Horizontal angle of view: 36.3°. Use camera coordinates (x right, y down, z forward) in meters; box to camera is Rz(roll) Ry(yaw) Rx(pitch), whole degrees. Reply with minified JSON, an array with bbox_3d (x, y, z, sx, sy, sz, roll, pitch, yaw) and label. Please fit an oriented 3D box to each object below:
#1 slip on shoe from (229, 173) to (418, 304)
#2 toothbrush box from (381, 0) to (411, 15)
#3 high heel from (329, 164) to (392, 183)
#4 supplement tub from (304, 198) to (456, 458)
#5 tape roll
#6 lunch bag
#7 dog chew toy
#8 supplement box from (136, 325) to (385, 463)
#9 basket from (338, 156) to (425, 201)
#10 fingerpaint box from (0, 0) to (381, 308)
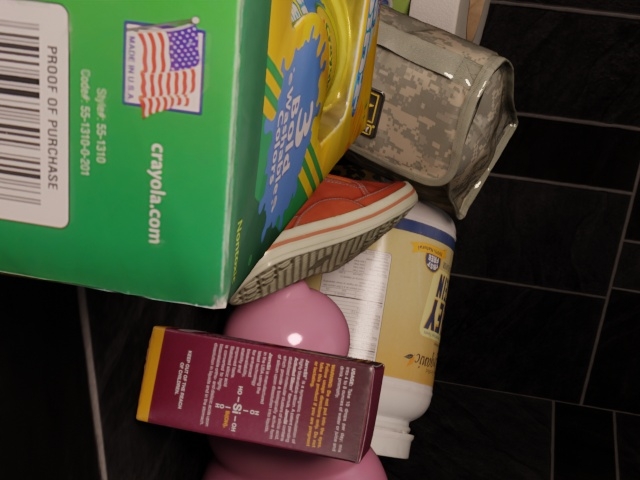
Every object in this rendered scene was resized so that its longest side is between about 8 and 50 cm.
[{"bbox_3d":[-0.005,-0.026,0.953,0.123,0.101,0.331,-42,166,32],"label":"slip on shoe"},{"bbox_3d":[0.084,-0.446,1.337,0.283,0.122,0.206,82,19,-65],"label":"toothbrush box"},{"bbox_3d":[0.091,-0.127,1.494,0.093,0.186,0.261,-35,-154,47],"label":"high heel"},{"bbox_3d":[0.042,0.106,1.251,0.228,0.228,0.316,58,41,-77],"label":"supplement tub"},{"bbox_3d":[0.212,-0.403,1.476,0.392,0.072,0.392,14,90,-77],"label":"tape roll"},{"bbox_3d":[0.084,-0.163,1.089,0.169,0.235,0.287,-59,162,-4],"label":"lunch bag"},{"bbox_3d":[-0.031,0.200,1.013,0.206,0.206,0.332,-54,144,-71],"label":"dog chew toy"},{"bbox_3d":[-0.046,0.128,0.829,0.104,0.188,0.081,39,61,-80],"label":"supplement box"},{"bbox_3d":[0.102,-0.111,1.673,0.204,0.154,0.227,42,-38,53],"label":"basket"},{"bbox_3d":[-0.052,-0.241,0.516,0.371,0.163,0.445,-56,154,-69],"label":"fingerpaint box"}]
